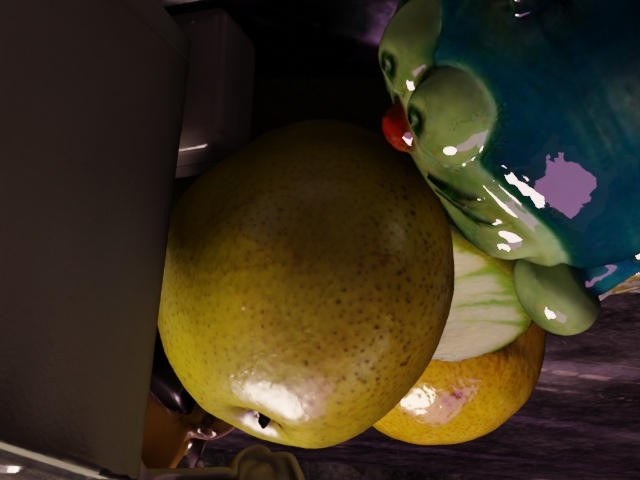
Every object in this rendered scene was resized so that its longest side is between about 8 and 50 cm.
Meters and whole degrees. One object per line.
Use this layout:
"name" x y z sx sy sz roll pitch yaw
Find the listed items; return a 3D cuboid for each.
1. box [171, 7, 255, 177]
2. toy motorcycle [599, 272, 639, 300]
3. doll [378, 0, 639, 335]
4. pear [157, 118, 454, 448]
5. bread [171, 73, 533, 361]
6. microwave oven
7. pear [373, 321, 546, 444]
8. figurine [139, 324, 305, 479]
"box" -0.163 -0.087 0.854 0.243 0.103 0.055 -6 161 22
"toy motorcycle" 0.268 0.010 1.160 0.152 0.073 0.225 0 163 15
"doll" 0.142 -0.074 0.716 0.186 0.198 0.322 -29 158 10
"pear" -0.010 0.022 0.763 0.198 0.198 0.198 2 162 1
"bread" 0.000 0.000 1.033 0.382 0.129 0.366 16 151 -21
"microwave oven" -0.310 -0.029 0.707 0.394 0.333 0.247 -6 156 24
"pear" 0.120 0.097 1.225 0.209 0.209 0.209 2 162 1
"figurine" -0.150 0.126 0.837 0.308 0.308 0.143 7 148 -14
